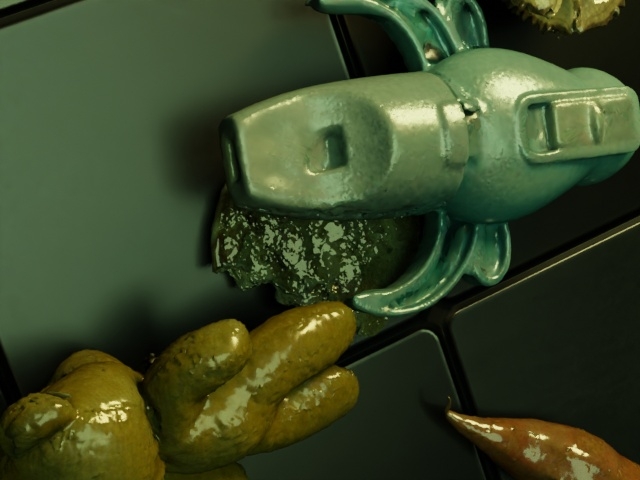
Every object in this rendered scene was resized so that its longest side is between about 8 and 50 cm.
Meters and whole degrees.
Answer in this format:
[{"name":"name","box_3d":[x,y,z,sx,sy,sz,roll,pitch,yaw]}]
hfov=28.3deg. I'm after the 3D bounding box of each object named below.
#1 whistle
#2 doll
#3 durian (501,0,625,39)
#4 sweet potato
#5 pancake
[{"name":"whistle","box_3d":[0.074,-0.055,0.709,0.274,0.093,0.186,-7,91,-27]},{"name":"doll","box_3d":[-0.077,0.088,0.672,0.209,0.097,0.137,-17,141,-25]},{"name":"durian","box_3d":[0.124,-0.183,0.741,0.110,0.071,0.140,-14,91,-30]},{"name":"sweet potato","box_3d":[0.152,0.141,0.791,0.195,0.056,0.056,30,82,-18]},{"name":"pancake","box_3d":[0.003,-0.005,0.729,0.129,0.022,0.116,37,74,-20]}]
